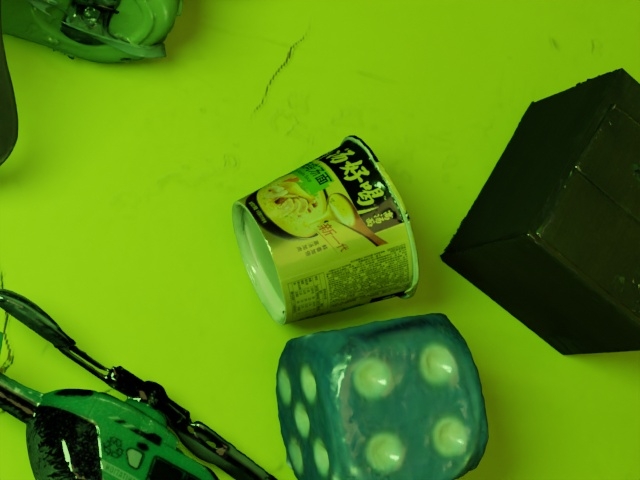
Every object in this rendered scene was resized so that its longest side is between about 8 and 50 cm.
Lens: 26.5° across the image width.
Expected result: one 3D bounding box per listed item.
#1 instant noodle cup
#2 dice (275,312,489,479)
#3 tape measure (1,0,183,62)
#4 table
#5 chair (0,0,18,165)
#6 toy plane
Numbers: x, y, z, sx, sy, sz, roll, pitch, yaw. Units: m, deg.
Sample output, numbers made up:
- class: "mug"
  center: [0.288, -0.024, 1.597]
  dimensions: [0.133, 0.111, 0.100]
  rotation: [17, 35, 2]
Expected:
- class: "instant noodle cup"
  center: [0.000, 0.000, 1.166]
  dimensions: [0.122, 0.151, 0.151]
  rotation: [-21, 92, -13]
- class: "dice"
  center: [0.051, 0.142, 1.160]
  dimensions: [0.146, 0.143, 0.146]
  rotation: [-9, 86, -24]
- class: "tape measure"
  center: [-0.188, -0.208, 1.102]
  dimensions: [0.177, 0.154, 0.087]
  rotation: [16, 57, -26]
- class: "table"
  center: [0.254, -0.022, 1.255]
  dimensions: [0.169, 0.172, 0.193]
  rotation: [38, 70, -14]
- class: "chair"
  center: [-0.296, -0.215, 0.990]
  dimensions: [0.176, 0.326, 0.183]
  rotation: [13, 56, 1]
- class: "toy plane"
  center: [-0.189, 0.158, 1.078]
  dimensions: [0.382, 0.106, 0.155]
  rotation: [34, 55, -14]
